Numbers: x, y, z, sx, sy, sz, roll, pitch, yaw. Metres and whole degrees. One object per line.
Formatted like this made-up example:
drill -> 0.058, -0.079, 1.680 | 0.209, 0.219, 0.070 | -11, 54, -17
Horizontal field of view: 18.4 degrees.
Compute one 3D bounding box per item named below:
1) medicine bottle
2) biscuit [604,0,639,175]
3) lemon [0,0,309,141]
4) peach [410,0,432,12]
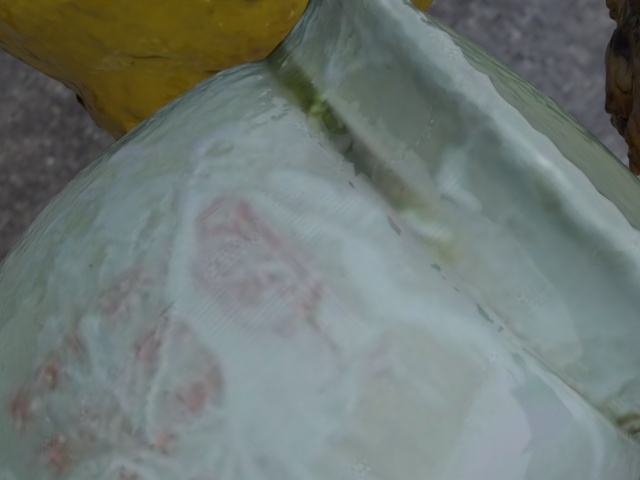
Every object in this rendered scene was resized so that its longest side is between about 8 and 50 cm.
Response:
medicine bottle -> 0.009, 0.024, 0.451 | 0.147, 0.143, 0.147 | 44, 5, -5
biscuit -> 0.232, -0.211, 1.285 | 0.081, 0.289, 0.334 | 8, 73, -1
lemon -> -0.056, -0.153, 0.663 | 0.188, 0.188, 0.256 | -3, 86, -42
peach -> -0.007, -0.259, 1.716 | 0.251, 0.251, 0.153 | 51, 35, 5
